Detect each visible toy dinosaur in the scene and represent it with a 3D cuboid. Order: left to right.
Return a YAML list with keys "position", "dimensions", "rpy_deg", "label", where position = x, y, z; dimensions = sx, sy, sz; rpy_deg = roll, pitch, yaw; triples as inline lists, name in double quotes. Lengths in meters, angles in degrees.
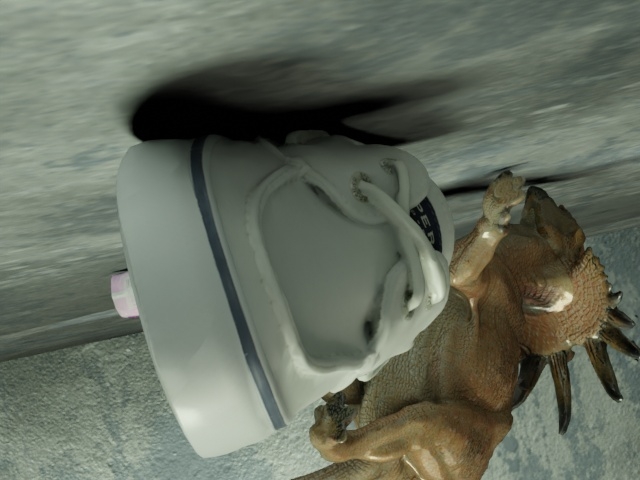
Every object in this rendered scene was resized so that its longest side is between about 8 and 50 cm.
- position: [0.079, 0.080, 0.912]
  dimensions: [0.127, 0.296, 0.200]
  rpy_deg: [22, 163, 50]
  label: "toy dinosaur"

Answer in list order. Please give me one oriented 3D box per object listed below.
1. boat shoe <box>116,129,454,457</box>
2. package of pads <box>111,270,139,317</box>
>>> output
- position: [0.000, 0.000, 0.499]
  dimensions: [0.084, 0.095, 0.258]
  rpy_deg: [-16, -174, 8]
  label: "boat shoe"
- position: [-0.086, 0.027, 0.987]
  dimensions: [0.083, 0.032, 0.050]
  rpy_deg: [-14, 173, 27]
  label: "package of pads"
